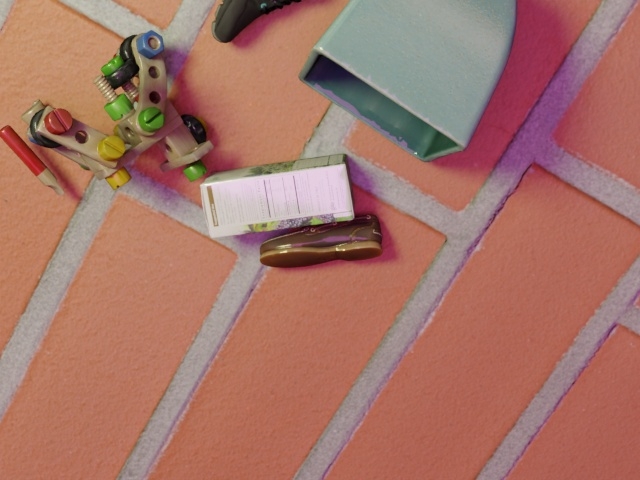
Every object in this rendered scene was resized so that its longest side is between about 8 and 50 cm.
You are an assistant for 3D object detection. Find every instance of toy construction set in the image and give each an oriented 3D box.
[{"bbox_3d":[-0.319,-0.148,1.324,0.309,0.257,0.237,-22,117,29],"label":"toy construction set"}]

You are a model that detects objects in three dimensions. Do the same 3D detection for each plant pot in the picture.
[{"bbox_3d":[0.145,-0.293,1.236,0.248,0.247,0.252,32,88,-6],"label":"plant pot"}]

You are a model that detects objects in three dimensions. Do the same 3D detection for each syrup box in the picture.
[{"bbox_3d":[-0.067,-0.073,1.376,0.237,0.093,0.096,-8,105,5],"label":"syrup box"}]

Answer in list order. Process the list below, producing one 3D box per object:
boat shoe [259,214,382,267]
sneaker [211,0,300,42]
[{"bbox_3d":[0.000,0.000,1.412,0.207,0.073,0.073,-6,68,1],"label":"boat shoe"},{"bbox_3d":[-0.061,-0.395,1.285,0.106,0.101,0.267,40,104,-10],"label":"sneaker"}]
